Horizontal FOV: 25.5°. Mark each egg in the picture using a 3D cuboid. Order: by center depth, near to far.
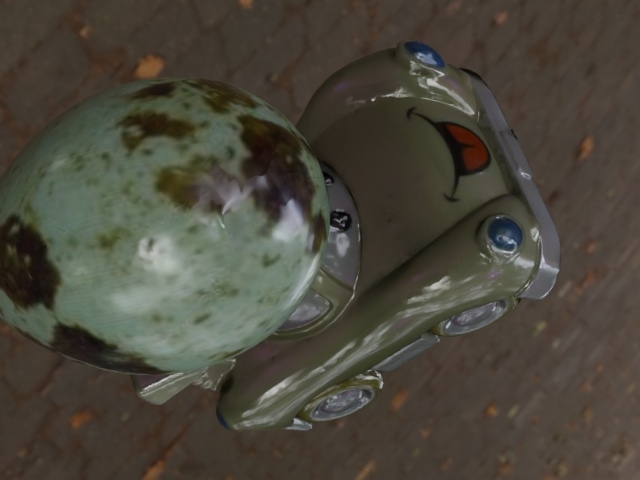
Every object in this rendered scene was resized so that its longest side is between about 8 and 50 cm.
[{"bbox_3d":[-0.103,-0.005,0.817,0.231,0.169,0.169,-13,-178,32],"label":"egg"}]

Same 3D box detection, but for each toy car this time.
[{"bbox_3d":[0.000,0.000,1.211,0.336,0.242,0.226,-36,149,29],"label":"toy car"}]
